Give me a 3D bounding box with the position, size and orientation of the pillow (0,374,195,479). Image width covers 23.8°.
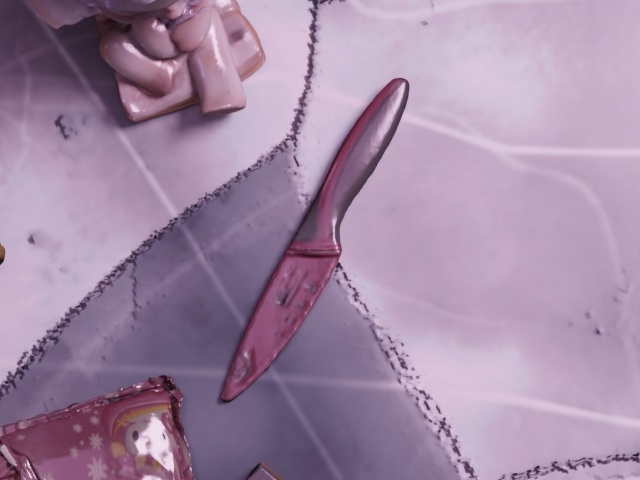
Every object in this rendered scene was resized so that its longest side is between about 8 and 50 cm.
[{"bbox_3d":[-0.169,0.161,0.964,0.185,0.043,0.118,-11,77,-10],"label":"pillow"}]

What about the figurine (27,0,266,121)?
[{"bbox_3d":[-0.106,-0.169,0.940,0.162,0.237,0.141,-20,71,-6],"label":"figurine"}]

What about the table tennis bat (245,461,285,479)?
[{"bbox_3d":[0.042,0.212,0.961,0.220,0.019,0.130,35,80,6],"label":"table tennis bat"}]

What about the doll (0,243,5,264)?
[{"bbox_3d":[-0.289,-0.052,0.992,0.129,0.081,0.207,-39,77,6],"label":"doll"}]

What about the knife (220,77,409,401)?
[{"bbox_3d":[0.000,0.000,1.010,0.035,0.018,0.247,27,83,3],"label":"knife"}]
